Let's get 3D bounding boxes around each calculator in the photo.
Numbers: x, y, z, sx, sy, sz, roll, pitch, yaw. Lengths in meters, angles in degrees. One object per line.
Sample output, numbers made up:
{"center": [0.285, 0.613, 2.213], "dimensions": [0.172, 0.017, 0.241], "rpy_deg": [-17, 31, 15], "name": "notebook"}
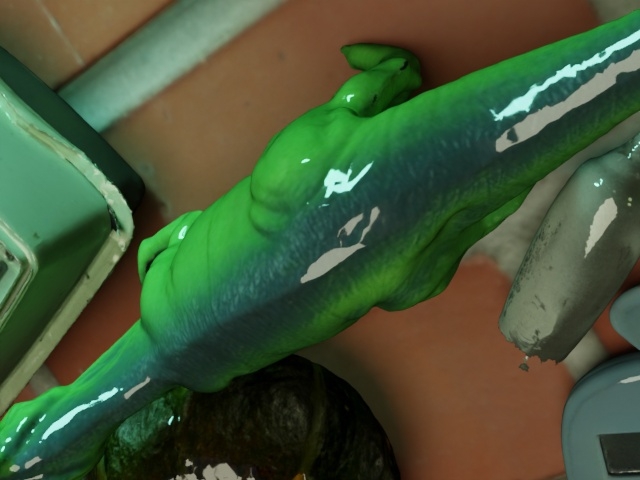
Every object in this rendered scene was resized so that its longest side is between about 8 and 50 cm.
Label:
{"center": [0.259, 0.159, 0.602], "dimensions": [0.188, 0.042, 0.302], "rpy_deg": [-9, 108, 26], "name": "calculator"}

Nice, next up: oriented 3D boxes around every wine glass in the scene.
{"center": [0.177, -0.034, 0.541], "dimensions": [0.074, 0.074, 0.262], "rpy_deg": [28, 119, 9], "name": "wine glass"}

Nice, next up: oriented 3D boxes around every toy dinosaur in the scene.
{"center": [0.000, 0.000, 0.426], "dimensions": [0.144, 0.374, 0.500], "rpy_deg": [52, 156, -6], "name": "toy dinosaur"}

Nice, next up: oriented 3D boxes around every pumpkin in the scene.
{"center": [-0.059, 0.180, 0.669], "dimensions": [0.238, 0.159, 0.238], "rpy_deg": [0, 119, 0], "name": "pumpkin"}

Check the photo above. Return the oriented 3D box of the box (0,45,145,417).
{"center": [-0.279, 0.007, 0.683], "dimensions": [0.220, 0.166, 0.290], "rpy_deg": [44, 120, 1], "name": "box"}
